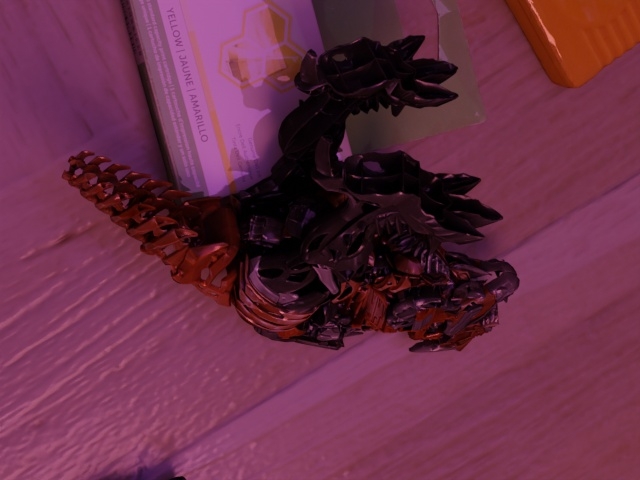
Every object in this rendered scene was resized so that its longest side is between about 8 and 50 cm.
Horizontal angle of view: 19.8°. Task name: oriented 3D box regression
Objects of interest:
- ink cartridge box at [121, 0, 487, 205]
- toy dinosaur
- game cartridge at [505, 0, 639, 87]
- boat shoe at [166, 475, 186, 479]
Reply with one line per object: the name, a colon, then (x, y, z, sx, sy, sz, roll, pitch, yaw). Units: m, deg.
ink cartridge box: (-0.007, -0.133, 1.245, 0.235, 0.056, 0.171, -15, 94, -12)
toy dinosaur: (0.000, 0.000, 1.166, 0.322, 0.218, 0.164, -6, 57, -43)
game cartridge: (0.230, -0.310, 1.279, 0.323, 0.052, 0.285, -37, 109, -12)
boat shoe: (-0.160, 0.219, 1.206, 0.183, 0.065, 0.083, -18, 92, -19)
